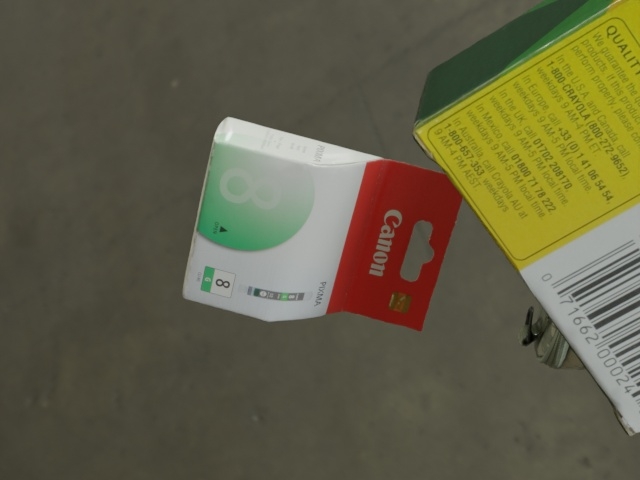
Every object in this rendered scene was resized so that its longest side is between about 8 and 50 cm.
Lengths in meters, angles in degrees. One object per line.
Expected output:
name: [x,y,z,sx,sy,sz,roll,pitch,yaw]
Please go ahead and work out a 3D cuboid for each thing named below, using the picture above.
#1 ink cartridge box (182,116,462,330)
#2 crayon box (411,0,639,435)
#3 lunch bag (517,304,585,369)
ink cartridge box: [0.000,0.000,1.460,0.056,0.225,0.181,-71,-4,-54]
crayon box: [0.230,-0.066,0.755,0.318,0.202,0.081,-30,18,22]
lunch bag: [0.333,0.006,1.333,0.212,0.305,0.256,-83,2,-72]
